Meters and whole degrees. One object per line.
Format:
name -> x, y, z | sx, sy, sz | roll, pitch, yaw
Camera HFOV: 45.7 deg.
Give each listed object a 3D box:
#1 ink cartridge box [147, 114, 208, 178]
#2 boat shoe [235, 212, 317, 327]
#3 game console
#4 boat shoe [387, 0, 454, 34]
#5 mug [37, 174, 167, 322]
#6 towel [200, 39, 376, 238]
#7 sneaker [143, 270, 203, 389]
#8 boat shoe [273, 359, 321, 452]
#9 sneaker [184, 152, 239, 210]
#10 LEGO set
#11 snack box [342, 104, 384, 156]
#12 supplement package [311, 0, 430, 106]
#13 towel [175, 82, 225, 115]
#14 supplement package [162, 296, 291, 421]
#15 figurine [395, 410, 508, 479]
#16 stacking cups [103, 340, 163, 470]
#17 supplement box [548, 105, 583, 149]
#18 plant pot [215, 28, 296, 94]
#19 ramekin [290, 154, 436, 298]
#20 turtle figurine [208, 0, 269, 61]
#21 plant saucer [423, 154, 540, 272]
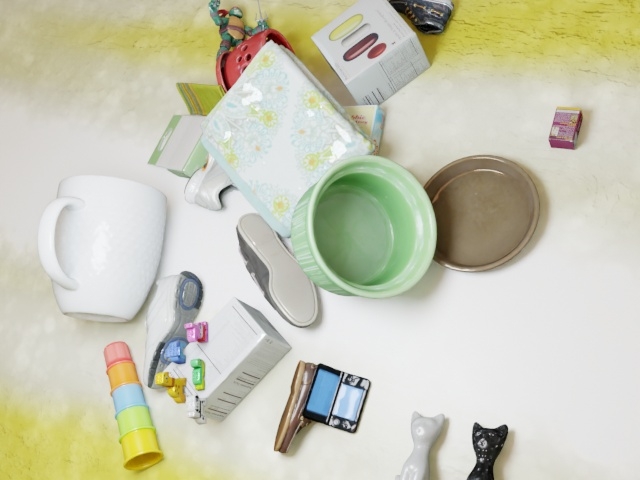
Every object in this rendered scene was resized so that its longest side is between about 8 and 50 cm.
ink cartridge box -> -0.372, -0.261, 2.088 | 0.235, 0.056, 0.171 | 14, 74, 54
boat shoe -> -0.105, 0.081, 1.811 | 0.112, 0.095, 0.335 | -19, 60, -23
game console -> 0.035, 0.340, 1.637 | 0.107, 0.071, 0.122 | 11, 75, 29
boat shoe -> 0.239, -0.574, 1.916 | 0.183, 0.065, 0.083 | 16, 76, 29
mug -> -0.559, 0.021, 1.875 | 0.276, 0.374, 0.328 | -1, 75, 20
towel -> -0.094, -0.242, 1.820 | 0.374, 0.090, 0.320 | 49, 115, 13
sneaker -> -0.380, 0.222, 1.881 | 0.129, 0.111, 0.297 | -5, 63, 41
boat shoe -> -0.043, 0.370, 1.663 | 0.073, 0.073, 0.207 | 20, 84, -10
sneaker -> -0.241, -0.190, 1.985 | 0.121, 0.099, 0.262 | 26, 81, 12
LEGO set -> -0.306, 0.282, 1.650 | 0.087, 0.093, 0.227 | -13, 65, 20
snack box -> -0.009, -0.239, 1.900 | 0.322, 0.060, 0.187 | 3, 73, 26
supplement package -> 0.124, -0.467, 1.878 | 0.203, 0.149, 0.194 | -36, 59, 7
towel -> -0.309, -0.373, 2.032 | 0.021, 0.102, 0.237 | -42, 33, -22
supplement package -> -0.214, 0.275, 1.745 | 0.244, 0.134, 0.139 | -46, 58, 2
figurine -> 0.251, 0.445, 1.493 | 0.215, 0.092, 0.209 | 5, 64, 28
stacking cups -> -0.468, 0.397, 1.851 | 0.096, 0.096, 0.316 | -33, 55, 10
supplement box -> 0.535, -0.245, 1.654 | 0.055, 0.043, 0.083 | 12, 74, 28
plant pot -> -0.166, -0.432, 1.981 | 0.174, 0.191, 0.191 | -17, 63, 25
ramekin -> 0.083, -0.020, 1.633 | 0.148, 0.303, 0.303 | -19, 53, 64
turtle figurine -> -0.234, -0.591, 2.124 | 0.175, 0.118, 0.234 | 5, 68, -16
plant saucer -> 0.343, -0.057, 1.672 | 0.278, 0.041, 0.278 | -10, 66, 23
